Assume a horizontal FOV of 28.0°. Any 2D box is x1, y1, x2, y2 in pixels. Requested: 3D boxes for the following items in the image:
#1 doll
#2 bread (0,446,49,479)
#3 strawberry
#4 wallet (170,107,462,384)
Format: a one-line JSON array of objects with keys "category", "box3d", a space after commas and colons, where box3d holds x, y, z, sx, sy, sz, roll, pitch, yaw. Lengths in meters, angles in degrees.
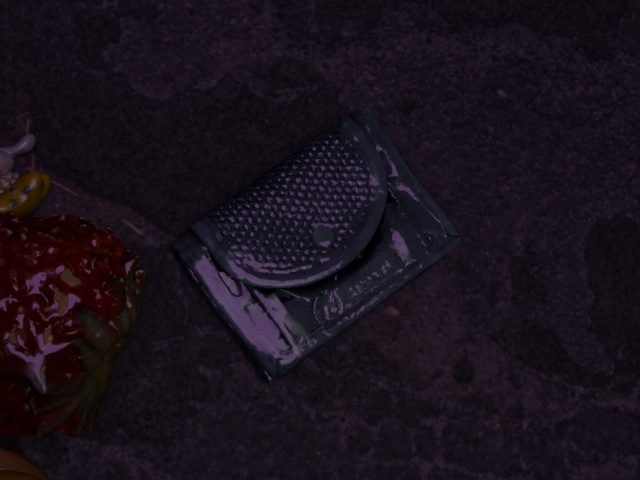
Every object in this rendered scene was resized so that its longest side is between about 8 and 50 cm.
[{"category": "doll", "box3d": [-0.401, -0.079, 1.637, 0.113, 0.071, 0.135, 20, 71, 8]}, {"category": "bread", "box3d": [-0.446, 0.334, 1.465, 0.316, 0.270, 0.211, -16, 72, -10]}, {"category": "strawberry", "box3d": [-0.388, 0.071, 1.524, 0.343, 0.292, 0.292, 28, 76, 5]}, {"category": "wallet", "box3d": [0.000, 0.000, 1.722, 0.342, 0.075, 0.237, -36, 89, -16]}]
